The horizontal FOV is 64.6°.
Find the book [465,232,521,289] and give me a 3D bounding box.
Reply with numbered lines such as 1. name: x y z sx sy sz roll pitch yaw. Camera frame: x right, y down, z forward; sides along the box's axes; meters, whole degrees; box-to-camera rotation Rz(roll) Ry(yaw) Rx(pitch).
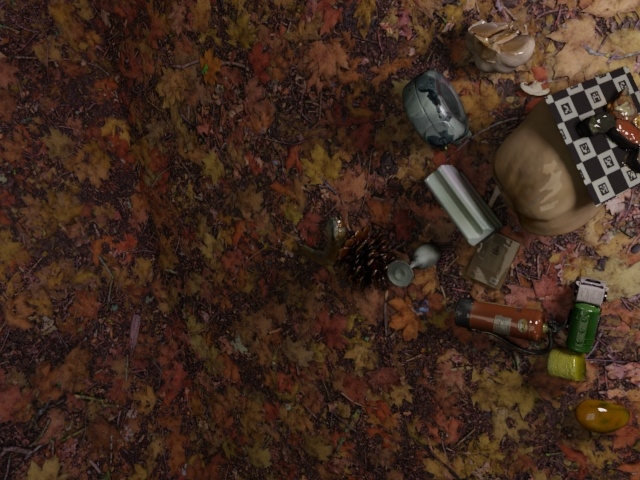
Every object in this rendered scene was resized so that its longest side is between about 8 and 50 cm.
1. book: 0.631 0.069 1.860 0.138 0.016 0.199 28 114 25

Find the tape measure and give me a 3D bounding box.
1. tape measure: 0.395 -0.443 1.748 0.147 0.256 0.275 -27 91 34

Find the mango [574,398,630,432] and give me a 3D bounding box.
1. mango: 0.961 0.604 1.734 0.163 0.089 0.111 12 106 21

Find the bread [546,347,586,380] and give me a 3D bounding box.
1. bread: 0.850 0.423 1.744 0.114 0.129 0.111 -5 75 38

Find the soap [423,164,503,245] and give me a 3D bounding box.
1. soap: 0.506 -0.128 1.792 0.095 0.173 0.289 -42 73 32

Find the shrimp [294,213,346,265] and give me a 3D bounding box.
1. shrimp: 0.022 0.022 2.215 0.287 0.068 0.185 -32 79 43

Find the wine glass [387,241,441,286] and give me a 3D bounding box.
1. wine glass: 0.418 0.058 1.813 0.264 0.309 0.096 -19 92 35

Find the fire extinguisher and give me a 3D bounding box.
1. fire extinguisher: 0.692 0.308 1.843 0.376 0.113 0.200 7 147 32

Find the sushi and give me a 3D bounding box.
1. sushi: 0.857 -0.317 1.447 0.343 0.359 0.064 66 160 2

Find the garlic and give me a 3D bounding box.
1. garlic: 0.588 -0.624 1.666 0.229 0.178 0.143 41 152 38

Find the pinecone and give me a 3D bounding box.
1. pinecone: 0.179 0.082 2.004 0.264 0.264 0.264 8 105 31

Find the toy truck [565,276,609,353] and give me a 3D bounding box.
1. toy truck: 0.879 0.250 1.683 0.101 0.125 0.242 13 107 30

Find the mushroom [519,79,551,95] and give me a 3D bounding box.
1. mushroom: 0.711 -0.504 1.679 0.101 0.019 0.049 27 115 22

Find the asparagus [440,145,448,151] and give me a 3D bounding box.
1. asparagus: 0.418 -0.402 1.879 0.036 0.030 0.165 -42 78 42

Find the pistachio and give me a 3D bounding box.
1. pistachio: 0.731 -0.234 1.589 0.365 0.281 0.445 14 89 17
